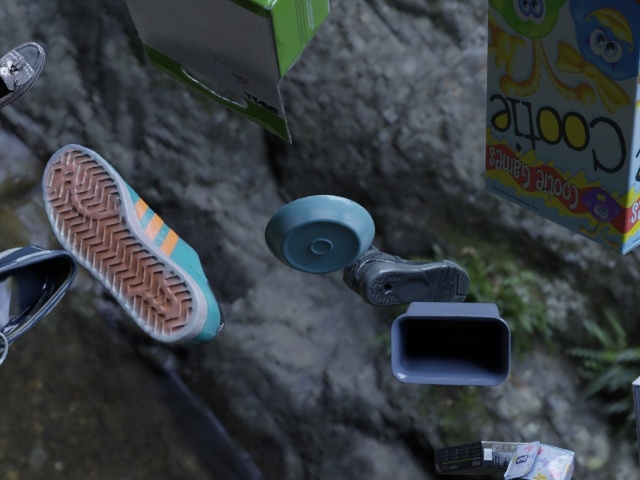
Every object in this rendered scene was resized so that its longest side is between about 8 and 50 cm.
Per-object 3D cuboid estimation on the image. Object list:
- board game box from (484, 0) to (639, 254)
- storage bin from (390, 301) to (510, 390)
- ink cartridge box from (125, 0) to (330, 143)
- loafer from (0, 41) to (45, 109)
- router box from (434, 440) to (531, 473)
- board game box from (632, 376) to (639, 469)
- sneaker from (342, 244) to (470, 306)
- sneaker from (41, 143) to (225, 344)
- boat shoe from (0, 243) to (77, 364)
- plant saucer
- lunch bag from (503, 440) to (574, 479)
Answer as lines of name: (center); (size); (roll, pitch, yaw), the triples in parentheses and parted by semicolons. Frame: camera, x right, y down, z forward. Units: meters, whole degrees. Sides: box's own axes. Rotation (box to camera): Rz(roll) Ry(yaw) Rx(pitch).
board game box: (0.220, -0.155, 1.068); (0.142, 0.275, 0.144); (-30, 42, -33)
storage bin: (0.153, 0.118, 1.681); (0.091, 0.135, 0.098); (-64, 154, -71)
ink cartridge box: (-0.091, -0.226, 1.395); (0.189, 0.097, 0.255); (29, -18, 16)
loafer: (-0.351, -0.168, 1.578); (0.045, 0.125, 0.039); (45, -2, -2)
router box: (0.237, 0.318, 2.107); (0.092, 0.122, 0.038); (6, 74, -30)
board game box: (0.491, 0.300, 1.494); (0.066, 0.318, 0.318); (-26, 114, -49)
sneaker: (0.128, 0.054, 2.277); (0.227, 0.087, 0.130); (1, 21, -37)
sneaker: (-0.226, 0.013, 1.747); (0.302, 0.108, 0.121); (52, 8, 21)
boat shoe: (-0.343, 0.081, 1.441); (0.254, 0.079, 0.095); (-34, 108, -47)
plant saucer: (0.000, 0.000, 1.555); (0.119, 0.119, 0.021); (32, 36, -33)
lunch bag: (0.301, 0.318, 1.996); (0.071, 0.083, 0.053); (-55, 148, -43)
